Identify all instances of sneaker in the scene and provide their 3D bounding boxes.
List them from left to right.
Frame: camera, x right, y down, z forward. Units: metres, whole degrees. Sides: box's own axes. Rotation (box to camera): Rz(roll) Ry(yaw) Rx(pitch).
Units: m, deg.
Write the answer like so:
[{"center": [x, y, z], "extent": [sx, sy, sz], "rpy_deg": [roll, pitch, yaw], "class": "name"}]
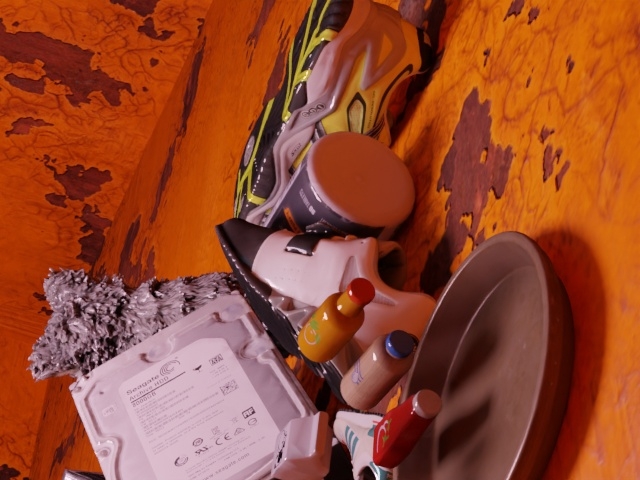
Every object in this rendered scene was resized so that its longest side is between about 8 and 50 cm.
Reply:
[{"center": [0.002, -0.111, 1.715], "extent": [0.145, 0.147, 0.384], "rpy_deg": [-92, 25, -47], "class": "sneaker"}, {"center": [0.011, 0.046, 1.482], "extent": [0.146, 0.122, 0.330], "rpy_deg": [-37, 38, -11], "class": "sneaker"}, {"center": [0.044, 0.205, 1.392], "extent": [0.161, 0.057, 0.075], "rpy_deg": [-14, 54, 69], "class": "sneaker"}]

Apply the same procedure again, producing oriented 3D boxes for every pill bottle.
[{"center": [0.000, 0.000, 1.634], "extent": [0.245, 0.130, 0.130], "rpy_deg": [123, 158, -47], "class": "pill bottle"}]

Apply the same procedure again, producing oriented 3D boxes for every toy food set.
[{"center": [0.033, 0.154, 1.229], "extent": [0.104, 0.111, 0.232], "rpy_deg": [125, 159, -50], "class": "toy food set"}]

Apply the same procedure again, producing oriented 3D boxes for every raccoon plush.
[{"center": [-0.203, 0.078, 1.937], "extent": [0.446, 0.299, 0.216], "rpy_deg": [124, 158, -46], "class": "raccoon plush"}]

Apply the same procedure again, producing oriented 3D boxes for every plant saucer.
[{"center": [0.133, 0.129, 1.197], "extent": [0.278, 0.041, 0.277], "rpy_deg": [-163, 90, -76], "class": "plant saucer"}]

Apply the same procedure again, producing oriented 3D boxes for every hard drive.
[{"center": [-0.130, 0.203, 1.599], "extent": [0.237, 0.064, 0.339], "rpy_deg": [-29, 33, -6], "class": "hard drive"}]

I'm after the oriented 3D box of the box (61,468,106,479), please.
[{"center": [-0.185, 0.411, 1.602], "extent": [0.307, 0.076, 0.242], "rpy_deg": [13, 86, 34], "class": "box"}]
